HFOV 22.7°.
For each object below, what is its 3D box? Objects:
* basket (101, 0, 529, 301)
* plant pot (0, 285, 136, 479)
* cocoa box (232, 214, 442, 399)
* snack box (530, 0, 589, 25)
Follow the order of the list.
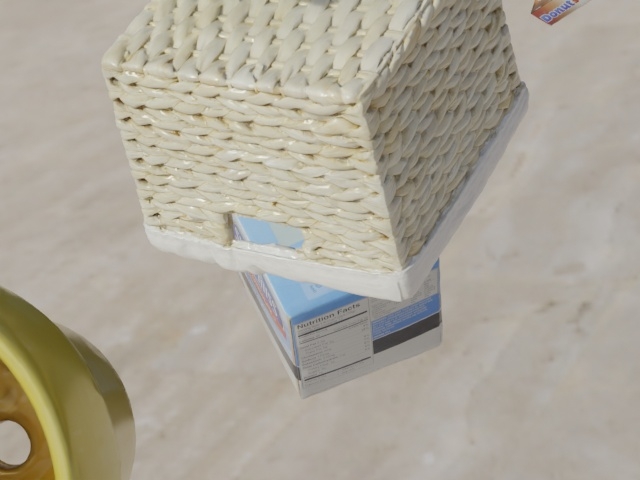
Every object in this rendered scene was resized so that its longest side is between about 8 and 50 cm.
[{"bbox_3d":[-0.004,-0.155,1.643,0.328,0.266,0.331,11,50,28],"label":"basket"},{"bbox_3d":[-0.227,0.138,0.975,0.254,0.254,0.239,-7,-1,12],"label":"plant pot"},{"bbox_3d":[0.000,0.000,2.263,0.231,0.228,0.347,-22,56,-10],"label":"cocoa box"},{"bbox_3d":[0.197,-0.236,1.130,0.064,0.022,0.178,-29,36,56],"label":"snack box"}]
